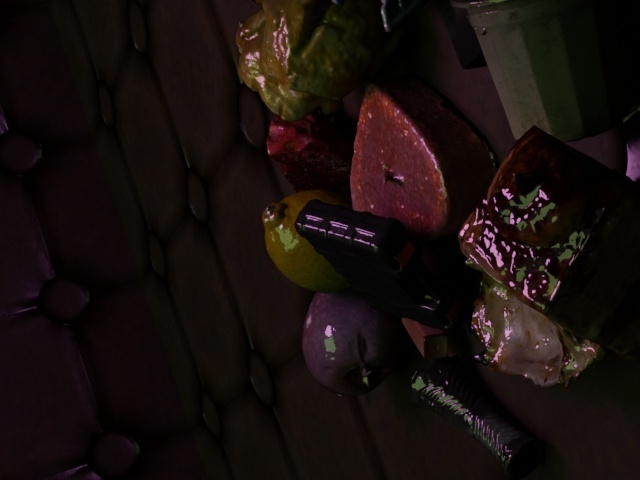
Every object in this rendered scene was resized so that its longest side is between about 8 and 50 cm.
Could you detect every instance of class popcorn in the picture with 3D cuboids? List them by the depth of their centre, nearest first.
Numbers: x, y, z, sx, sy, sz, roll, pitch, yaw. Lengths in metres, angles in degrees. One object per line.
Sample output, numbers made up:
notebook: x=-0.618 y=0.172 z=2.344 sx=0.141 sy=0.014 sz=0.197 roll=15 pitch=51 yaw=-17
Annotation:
popcorn: x=-0.013 y=-0.321 z=1.861 sx=0.225 sy=0.276 sz=0.276 roll=44 pitch=152 yaw=0

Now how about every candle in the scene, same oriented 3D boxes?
candle: x=0.140 y=-0.125 z=1.830 sx=0.317 sy=0.131 sz=0.287 roll=-15 pitch=88 yaw=64

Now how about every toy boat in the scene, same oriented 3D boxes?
toy boat: x=0.071 y=-0.424 z=1.734 sx=0.129 sy=0.142 sz=0.309 roll=64 pitch=-173 yaw=-53

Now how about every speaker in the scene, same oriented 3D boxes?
speaker: x=0.203 y=-0.363 z=1.652 sx=0.082 sy=0.044 sz=0.218 roll=-41 pitch=66 yaw=63

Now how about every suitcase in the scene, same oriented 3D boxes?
suitcase: x=0.103 y=0.043 z=1.840 sx=0.206 sy=0.066 sz=0.285 roll=16 pitch=159 yaw=42

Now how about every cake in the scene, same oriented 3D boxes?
cake: x=0.296 y=0.003 z=1.328 sx=0.199 sy=0.293 sz=0.196 roll=-57 pitch=42 yaw=14

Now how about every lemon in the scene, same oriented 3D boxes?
lemon: x=0.000 y=0.000 z=2.018 sx=0.184 sy=0.248 sz=0.184 roll=-33 pitch=48 yaw=47

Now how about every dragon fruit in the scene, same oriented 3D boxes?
dragon fruit: x=0.001 y=-0.179 z=2.079 sx=0.262 sy=0.134 sz=0.212 roll=48 pitch=-155 yaw=-58

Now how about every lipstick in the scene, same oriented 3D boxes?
lipstick: x=0.177 y=0.151 z=1.953 sx=0.145 sy=0.045 sz=0.045 roll=-119 pitch=21 yaw=-66

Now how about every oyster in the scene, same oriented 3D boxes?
oyster: x=0.307 y=0.084 z=1.614 sx=0.361 sy=0.096 sz=0.221 roll=-175 pitch=74 yaw=-72

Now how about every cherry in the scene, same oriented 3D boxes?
cherry: x=0.058 y=0.179 z=2.107 sx=0.213 sy=0.183 sz=0.266 roll=-52 pitch=33 yaw=40

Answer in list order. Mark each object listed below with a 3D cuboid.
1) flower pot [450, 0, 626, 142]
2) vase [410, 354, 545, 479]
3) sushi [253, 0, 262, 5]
flower pot: x=0.281 y=-0.235 z=1.404 sx=0.212 sy=0.212 sz=0.203 roll=25 pitch=136 yaw=59
vase: x=0.258 y=0.290 z=1.854 sx=0.237 sy=0.115 sz=0.115 roll=40 pitch=138 yaw=45
sushi: x=-0.074 y=-0.511 z=1.979 sx=0.213 sy=0.200 sz=0.204 roll=-57 pitch=48 yaw=28
